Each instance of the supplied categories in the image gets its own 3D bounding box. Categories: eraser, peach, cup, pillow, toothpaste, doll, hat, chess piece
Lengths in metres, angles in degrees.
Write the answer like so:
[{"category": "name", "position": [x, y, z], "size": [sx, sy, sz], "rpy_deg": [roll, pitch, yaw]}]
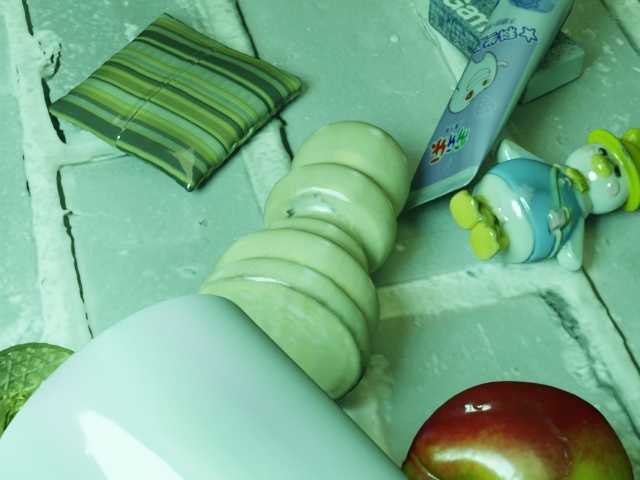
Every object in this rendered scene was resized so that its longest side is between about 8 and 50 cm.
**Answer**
[{"category": "eraser", "position": [0.211, -0.250, 1.478], "size": [0.091, 0.046, 0.212], "rpy_deg": [-26, 53, -21]}, {"category": "peach", "position": [0.158, 0.199, 0.987], "size": [0.197, 0.197, 0.197], "rpy_deg": [0, 48, 0]}, {"category": "cup", "position": [-0.041, 0.231, 0.871], "size": [0.253, 0.253, 0.371], "rpy_deg": [-35, 59, -28]}, {"category": "pillow", "position": [-0.161, -0.162, 1.390], "size": [0.208, 0.052, 0.212], "rpy_deg": [29, 55, 19]}, {"category": "toothpaste", "position": [0.194, -0.178, 1.339], "size": [0.080, 0.125, 0.371], "rpy_deg": [39, 61, -19]}, {"category": "doll", "position": [0.244, -0.048, 1.263], "size": [0.241, 0.099, 0.135], "rpy_deg": [-24, 40, -18]}, {"category": "hat", "position": [-0.258, 0.164, 1.092], "size": [0.146, 0.067, 0.146], "rpy_deg": [6, 78, -29]}, {"category": "chess piece", "position": [0.000, 0.000, 1.194], "size": [0.167, 0.167, 0.300], "rpy_deg": [13, 42, 11]}]
